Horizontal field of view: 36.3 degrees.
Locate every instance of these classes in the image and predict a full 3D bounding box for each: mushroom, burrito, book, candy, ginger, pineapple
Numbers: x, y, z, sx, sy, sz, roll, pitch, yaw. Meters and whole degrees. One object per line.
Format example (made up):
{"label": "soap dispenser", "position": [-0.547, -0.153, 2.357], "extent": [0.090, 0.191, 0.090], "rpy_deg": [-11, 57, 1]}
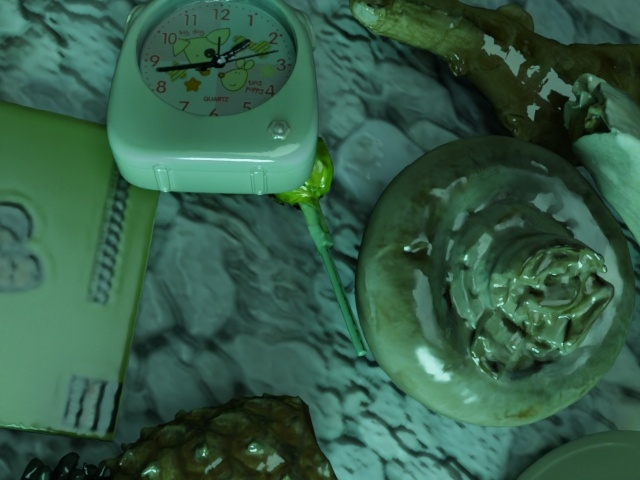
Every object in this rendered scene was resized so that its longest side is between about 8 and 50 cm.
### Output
{"label": "mushroom", "position": [0.136, 0.030, 0.749], "extent": [0.226, 0.178, 0.227], "rpy_deg": [1, 85, -9]}
{"label": "burrito", "position": [0.321, 0.007, 0.819], "extent": [0.076, 0.117, 0.392], "rpy_deg": [-36, 121, 20]}
{"label": "book", "position": [-0.299, 0.000, 0.684], "extent": [0.352, 0.035, 0.239], "rpy_deg": [12, 77, -16]}
{"label": "candy", "position": [0.000, 0.000, 0.742], "extent": [0.058, 0.062, 0.194], "rpy_deg": [7, 55, -43]}
{"label": "ginger", "position": [0.172, -0.149, 0.834], "extent": [0.333, 0.081, 0.148], "rpy_deg": [20, 72, -16]}
{"label": "pineapple", "position": [-0.129, 0.192, 0.670], "extent": [0.278, 0.158, 0.158], "rpy_deg": [-7, 85, -7]}

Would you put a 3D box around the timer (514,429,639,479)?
{"label": "timer", "position": [0.271, 0.307, 0.789], "extent": [0.175, 0.175, 0.266], "rpy_deg": [-41, 113, -19]}

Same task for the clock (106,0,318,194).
{"label": "clock", "position": [-0.076, -0.129, 0.738], "extent": [0.151, 0.062, 0.191], "rpy_deg": [2, 65, 0]}
